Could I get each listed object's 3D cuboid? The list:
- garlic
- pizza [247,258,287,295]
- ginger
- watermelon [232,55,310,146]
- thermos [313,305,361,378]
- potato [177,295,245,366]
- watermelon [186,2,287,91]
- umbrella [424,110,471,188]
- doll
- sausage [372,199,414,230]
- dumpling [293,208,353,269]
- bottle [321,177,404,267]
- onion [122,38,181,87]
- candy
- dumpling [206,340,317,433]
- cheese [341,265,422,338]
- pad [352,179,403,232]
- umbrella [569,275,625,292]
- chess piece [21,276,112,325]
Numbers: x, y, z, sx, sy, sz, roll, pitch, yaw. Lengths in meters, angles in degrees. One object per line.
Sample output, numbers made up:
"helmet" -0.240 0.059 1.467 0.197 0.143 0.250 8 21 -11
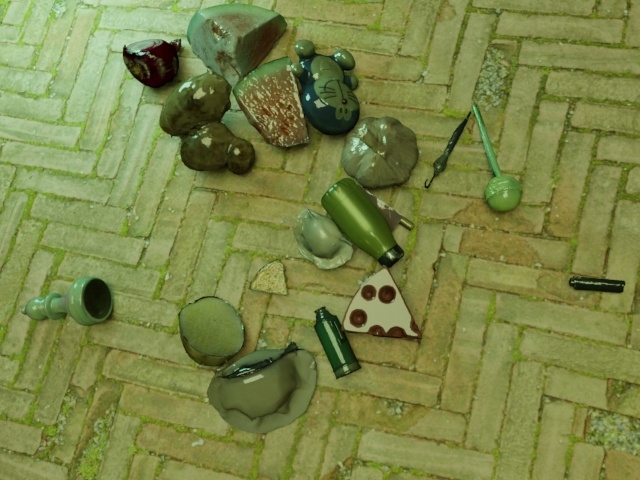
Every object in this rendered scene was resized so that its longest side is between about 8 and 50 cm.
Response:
"garlic" 0.153 -0.247 1.558 0.218 0.212 0.219 -3 78 15
"pizza" -0.132 0.119 1.615 0.123 0.026 0.108 -43 77 -5
"ginger" -0.323 -0.312 1.660 0.244 0.155 0.304 -22 106 12
"watermelon" -0.122 -0.374 1.685 0.193 0.140 0.257 -26 84 -2
"thermos" 0.034 0.263 1.526 0.073 0.083 0.188 -27 73 5
"potato" -0.304 0.260 1.560 0.182 0.117 0.202 3 43 -32
"watermelon" -0.260 -0.603 1.757 0.310 0.193 0.232 6 59 -2
"umbrella" 0.356 -0.249 1.621 0.044 0.044 0.269 21 71 39
"doll" 0.018 -0.420 1.639 0.154 0.228 0.258 -45 53 43
"sausage" 0.200 -0.071 1.605 0.132 0.024 0.024 35 85 14
"dumpling" 0.000 0.000 1.586 0.188 0.108 0.127 44 116 2
"bottle" 0.118 -0.041 1.553 0.112 0.112 0.260 -39 80 -1
"onion" -0.495 -0.548 1.786 0.173 0.135 0.198 25 42 31
"candy" 0.463 -0.232 1.583 0.092 0.093 0.335 5 62 -33
"dumpling" -0.144 0.381 1.492 0.293 0.163 0.204 -14 71 -6
"cheese" 0.141 0.197 1.507 0.177 0.128 0.203 -26 79 5
"pad" 0.122 -0.076 1.613 0.188 0.006 0.113 37 100 15
"umbrella" 0.702 0.113 1.477 0.133 0.031 0.036 5 77 11
"chess piece" -0.745 0.184 1.662 0.271 0.139 0.139 -8 76 19
